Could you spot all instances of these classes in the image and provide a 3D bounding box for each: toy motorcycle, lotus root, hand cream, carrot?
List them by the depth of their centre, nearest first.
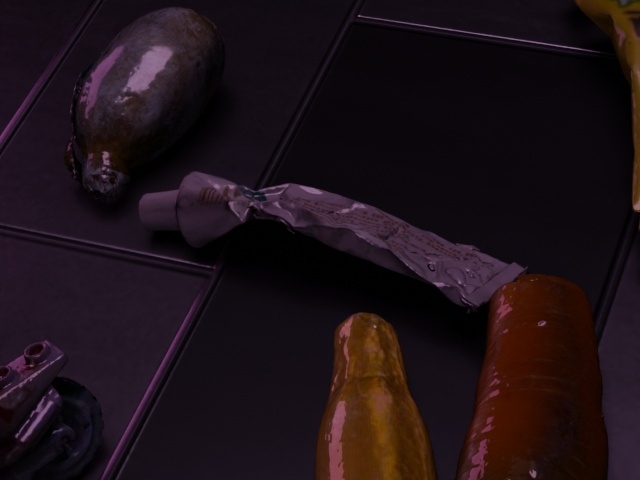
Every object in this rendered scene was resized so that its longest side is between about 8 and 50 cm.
[{"bbox_3d":[0.123,0.105,0.993,0.087,0.087,0.193,6,45,14],"label":"carrot"},{"bbox_3d":[-0.225,0.128,1.000,0.213,0.122,0.082,-34,38,-23],"label":"toy motorcycle"},{"bbox_3d":[0.000,-0.004,1.129,0.257,0.050,0.084,12,18,22],"label":"hand cream"},{"bbox_3d":[-0.126,-0.100,1.226,0.088,0.088,0.165,22,64,26],"label":"lotus root"}]

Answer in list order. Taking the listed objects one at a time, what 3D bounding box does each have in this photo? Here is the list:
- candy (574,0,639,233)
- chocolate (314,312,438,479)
[{"bbox_3d":[0.273,-0.115,1.172,0.187,0.081,0.297,-11,47,1],"label":"candy"},{"bbox_3d":[0.032,0.131,0.983,0.085,0.085,0.219,-5,47,4],"label":"chocolate"}]
